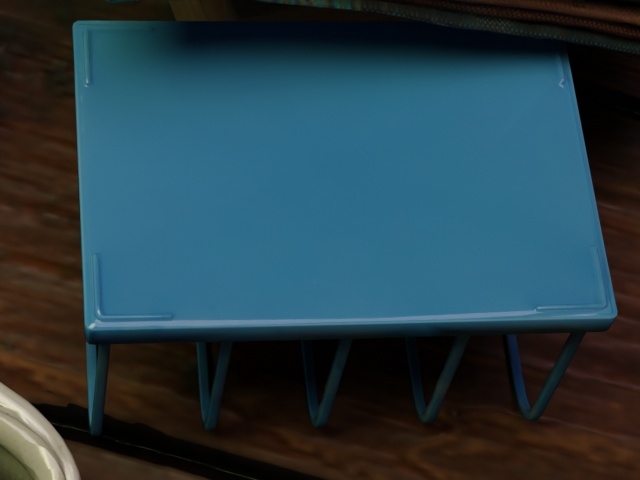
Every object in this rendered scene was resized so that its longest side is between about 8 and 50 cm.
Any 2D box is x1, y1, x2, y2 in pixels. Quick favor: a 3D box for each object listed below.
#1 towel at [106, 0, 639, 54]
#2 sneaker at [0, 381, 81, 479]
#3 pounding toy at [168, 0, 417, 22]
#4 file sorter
[{"bbox_3d":[0.002,-0.203,0.757,0.271,0.040,0.370,3,44,-25],"label":"towel"},{"bbox_3d":[-0.206,0.066,0.585,0.292,0.169,0.108,9,61,-1],"label":"sneaker"},{"bbox_3d":[-0.015,-0.136,0.771,0.130,0.100,0.141,-14,63,-16],"label":"pounding toy"},{"bbox_3d":[0.000,0.000,0.691,0.170,0.104,0.118,-1,60,-9],"label":"file sorter"}]
